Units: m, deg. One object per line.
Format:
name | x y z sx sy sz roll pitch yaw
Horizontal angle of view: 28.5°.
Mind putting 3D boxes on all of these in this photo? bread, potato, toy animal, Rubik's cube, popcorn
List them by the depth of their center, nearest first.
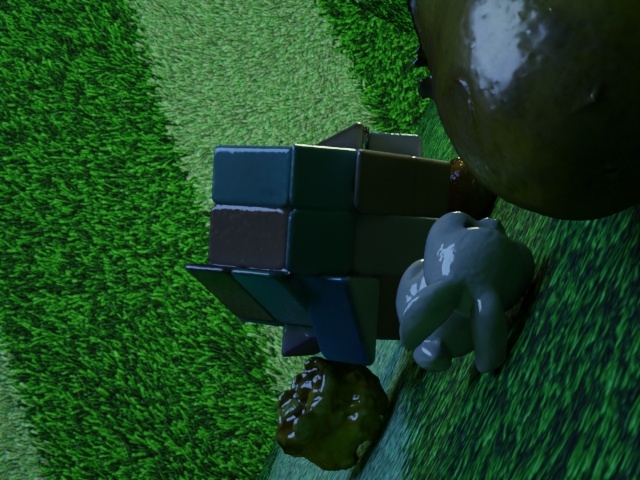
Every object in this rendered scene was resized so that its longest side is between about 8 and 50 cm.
potato | 0.280 -0.186 1.086 0.397 0.290 0.296 -26 40 3
toy animal | 0.155 0.067 1.431 0.193 0.127 0.178 130 165 -75
Rubik's cube | 0.000 0.000 1.912 0.368 0.387 0.358 1 -89 -86
popcorn | 0.011 0.264 1.951 0.197 0.156 0.197 -156 90 -80
bread | 0.229 -0.086 2.110 0.124 0.084 0.344 -61 2 3

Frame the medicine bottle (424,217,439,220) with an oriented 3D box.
medicine bottle | 0.199 -0.025 2.462 0.090 0.054 0.208 -63 0 21
